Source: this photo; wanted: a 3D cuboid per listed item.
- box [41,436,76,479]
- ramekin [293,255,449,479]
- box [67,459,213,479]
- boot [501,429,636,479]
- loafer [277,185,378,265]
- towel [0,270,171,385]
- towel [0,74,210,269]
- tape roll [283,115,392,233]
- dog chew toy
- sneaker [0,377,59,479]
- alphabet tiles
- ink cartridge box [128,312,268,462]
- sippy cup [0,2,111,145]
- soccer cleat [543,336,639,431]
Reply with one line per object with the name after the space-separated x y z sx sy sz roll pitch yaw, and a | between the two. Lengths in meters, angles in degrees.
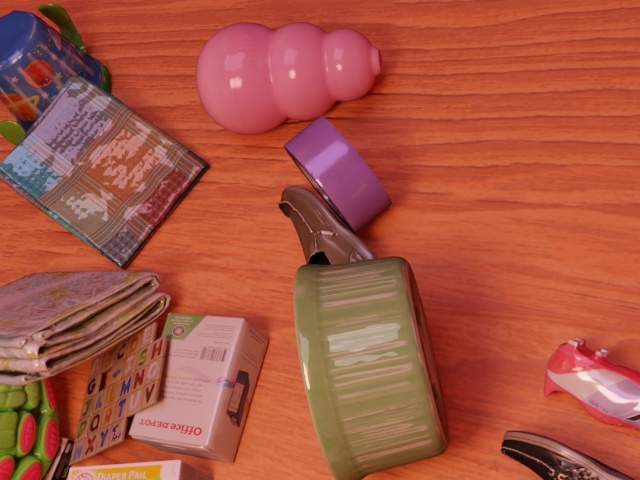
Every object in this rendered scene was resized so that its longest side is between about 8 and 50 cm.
-0.494 0.424 1.444 0.114 0.036 0.207 6 65 28 | box
0.075 0.166 1.172 0.148 0.303 0.303 -13 57 9 | ramekin
-0.280 0.405 1.311 0.203 0.103 0.114 -10 58 20 | box
0.303 0.356 1.076 0.236 0.085 0.178 22 75 33 | boot
0.000 0.000 1.425 0.087 0.094 0.251 -42 53 -8 | loafer
-0.485 0.142 1.456 0.374 0.090 0.320 -2 17 33 | towel
-0.435 -0.144 1.694 0.370 0.040 0.271 34 80 20 | towel
0.028 -0.107 1.416 0.080 0.189 0.189 -40 53 -2 | tape roll
-0.053 -0.305 1.574 0.332 0.206 0.206 -5 59 14 | dog chew toy
-0.580 0.408 1.359 0.202 0.185 0.482 5 61 31 | sneaker
-0.329 0.246 1.416 0.237 0.009 0.198 -31 42 37 | alphabet tiles
-0.193 0.233 1.380 0.154 0.093 0.212 1 61 27 | ink cartridge box
-0.608 -0.361 1.847 0.240 0.224 0.305 -35 52 2 | sippy cup
0.410 0.215 1.125 0.248 0.083 0.095 28 106 30 | soccer cleat
